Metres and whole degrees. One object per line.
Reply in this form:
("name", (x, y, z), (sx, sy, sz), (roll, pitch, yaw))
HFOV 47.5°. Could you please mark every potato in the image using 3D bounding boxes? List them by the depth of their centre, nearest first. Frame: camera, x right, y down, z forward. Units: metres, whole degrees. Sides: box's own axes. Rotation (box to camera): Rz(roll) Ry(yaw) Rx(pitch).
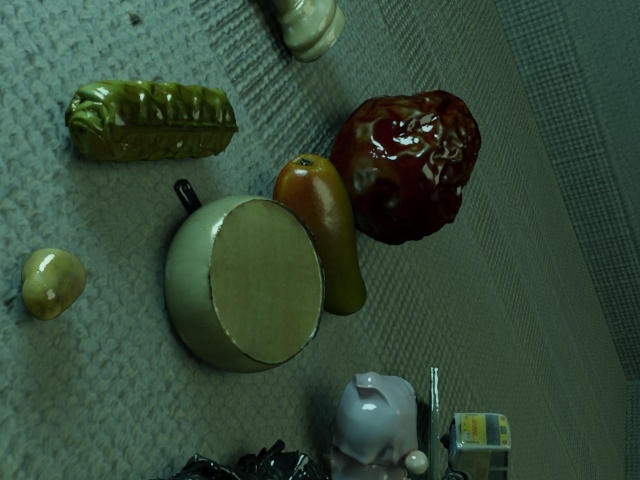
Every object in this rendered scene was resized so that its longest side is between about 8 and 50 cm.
("potato", (-0.287, 0.046, 0.777), (0.068, 0.062, 0.083), (27, 21, -21))

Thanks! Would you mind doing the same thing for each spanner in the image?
("spanner", (-0.155, 0.003, 1.056), (0.208, 0.012, 0.046), (64, 34, -22))

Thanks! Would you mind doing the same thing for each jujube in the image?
("jujube", (0.163, -0.152, 1.391), (0.377, 0.276, 0.276), (-46, 118, -57))

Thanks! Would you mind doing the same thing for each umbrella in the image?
("umbrella", (-0.099, 0.318, 0.930), (0.336, 0.128, 0.154), (33, 38, -40))

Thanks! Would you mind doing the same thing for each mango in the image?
("mango", (-0.002, 0.000, 1.196), (0.146, 0.129, 0.289), (-46, 123, -66))

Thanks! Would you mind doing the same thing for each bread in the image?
("bread", (-0.214, -0.153, 0.945), (0.087, 0.098, 0.269), (40, 25, 19))

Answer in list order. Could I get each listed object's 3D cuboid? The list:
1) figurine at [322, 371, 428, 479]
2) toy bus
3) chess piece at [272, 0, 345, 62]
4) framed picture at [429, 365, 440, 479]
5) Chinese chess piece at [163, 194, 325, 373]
("figurine", (0.078, 0.341, 1.180), (0.133, 0.200, 0.276), (4, 101, -41))
("toy bus", (0.305, 0.477, 1.436), (0.097, 0.138, 0.343), (-84, 168, -53))
("chess piece", (-0.085, -0.467, 1.259), (0.139, 0.124, 0.307), (-53, 127, -12))
("framed picture", (0.220, 0.434, 1.402), (0.240, 0.020, 0.324), (77, 15, -56))
("Chinese chess piece", (-0.101, 0.059, 1.018), (0.249, 0.103, 0.250), (16, 69, -49))
